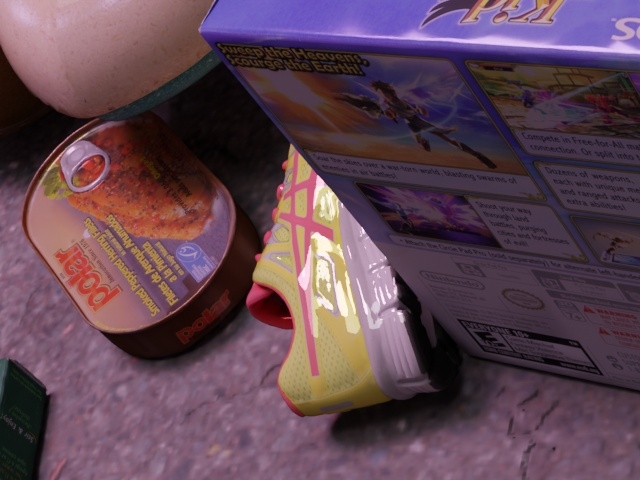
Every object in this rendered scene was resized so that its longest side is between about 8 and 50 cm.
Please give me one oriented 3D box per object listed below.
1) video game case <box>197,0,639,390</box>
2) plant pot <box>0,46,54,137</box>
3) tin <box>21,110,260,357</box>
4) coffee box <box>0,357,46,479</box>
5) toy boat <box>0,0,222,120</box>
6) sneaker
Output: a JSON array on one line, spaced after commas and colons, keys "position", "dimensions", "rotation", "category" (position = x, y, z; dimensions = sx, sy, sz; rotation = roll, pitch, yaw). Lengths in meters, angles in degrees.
[{"position": [0.121, -0.020, 0.689], "dimensions": [0.270, 0.244, 0.061], "rotation": [9, 62, 41], "category": "video game case"}, {"position": [-0.253, -0.195, 1.126], "dimensions": [0.237, 0.237, 0.254], "rotation": [-40, 73, 1], "category": "plant pot"}, {"position": [-0.104, -0.005, 1.001], "dimensions": [0.106, 0.040, 0.189], "rotation": [-39, 42, -4], "category": "tin"}, {"position": [-0.211, 0.158, 0.937], "dimensions": [0.113, 0.040, 0.184], "rotation": [-19, 46, 24], "category": "coffee box"}, {"position": [-0.031, -0.167, 0.977], "dimensions": [0.318, 0.148, 0.267], "rotation": [3, 58, 30], "category": "toy boat"}, {"position": [0.000, 0.000, 0.887], "dimensions": [0.094, 0.081, 0.208], "rotation": [-28, 44, 18], "category": "sneaker"}]
